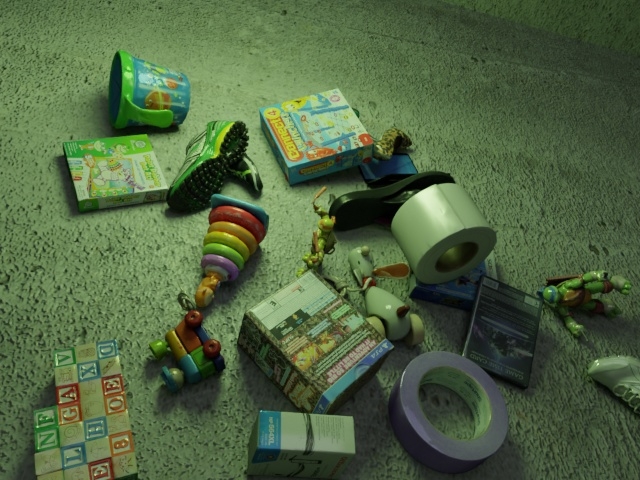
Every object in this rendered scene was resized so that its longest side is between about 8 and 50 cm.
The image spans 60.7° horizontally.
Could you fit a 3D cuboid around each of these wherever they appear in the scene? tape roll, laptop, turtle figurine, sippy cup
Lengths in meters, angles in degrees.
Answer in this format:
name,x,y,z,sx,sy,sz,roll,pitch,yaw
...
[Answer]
name,x,y,z,sx,sy,sz,roll,pitch,yaw
tape roll,0.342,-0.015,1.530,0.245,0.246,0.169,-6,52,-23
tape roll,0.308,0.410,1.325,0.274,0.090,0.275,10,46,-11
laptop,0.272,-0.263,1.884,0.234,0.264,0.137,-4,87,-21
turtle figurine,0.821,0.190,1.628,0.266,0.274,0.198,-1,84,-24
sippy cup,-0.545,-0.468,1.754,0.223,0.240,0.306,1,73,-32
turtle figurine,0.000,0.000,1.501,0.087,0.217,0.270,11,47,-9

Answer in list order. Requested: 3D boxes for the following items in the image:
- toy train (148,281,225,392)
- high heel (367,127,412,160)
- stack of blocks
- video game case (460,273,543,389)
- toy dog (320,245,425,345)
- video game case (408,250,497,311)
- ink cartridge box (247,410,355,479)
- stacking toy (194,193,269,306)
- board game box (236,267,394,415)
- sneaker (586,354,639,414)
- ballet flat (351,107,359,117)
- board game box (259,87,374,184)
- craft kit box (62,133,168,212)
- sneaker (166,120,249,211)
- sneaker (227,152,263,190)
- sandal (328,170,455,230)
name,x,y,z,sx,sy,sz,roll,pitch,yaw
toy train,-0.338,0.224,1.279,0.143,0.105,0.248,-29,62,-21
high heel,0.265,-0.322,1.940,0.261,0.093,0.186,0,38,-35
stack of blocks,-0.480,0.363,1.105,0.171,0.087,0.297,-7,52,-23
video game case,0.510,0.249,1.529,0.195,0.026,0.274,24,62,0
toy dog,0.162,0.136,1.472,0.220,0.161,0.334,-24,60,-34
video game case,0.403,0.090,1.665,0.269,0.061,0.245,14,46,-6
ink cartridge box,-0.042,0.432,1.147,0.202,0.148,0.086,8,46,-11
stacking toy,-0.257,0.043,1.442,0.165,0.175,0.302,18,57,1
board game box,-0.017,0.252,1.322,0.291,0.141,0.232,43,50,20
sneaker,0.881,0.412,1.507,0.296,0.111,0.129,21,52,2
ballet flat,0.051,-0.477,2.052,0.203,0.074,0.074,-15,55,-26
board game box,-0.019,-0.361,1.862,0.301,0.086,0.308,-18,56,-14
craft kit box,-0.600,-0.202,1.599,0.246,0.061,0.250,-10,54,-29
sneaker,-0.354,-0.225,1.645,0.146,0.134,0.344,13,57,30
sneaker,-0.265,-0.230,1.735,0.097,0.084,0.235,-31,61,-9
sandal,0.241,-0.099,1.717,0.445,0.168,0.107,-16,50,-19
